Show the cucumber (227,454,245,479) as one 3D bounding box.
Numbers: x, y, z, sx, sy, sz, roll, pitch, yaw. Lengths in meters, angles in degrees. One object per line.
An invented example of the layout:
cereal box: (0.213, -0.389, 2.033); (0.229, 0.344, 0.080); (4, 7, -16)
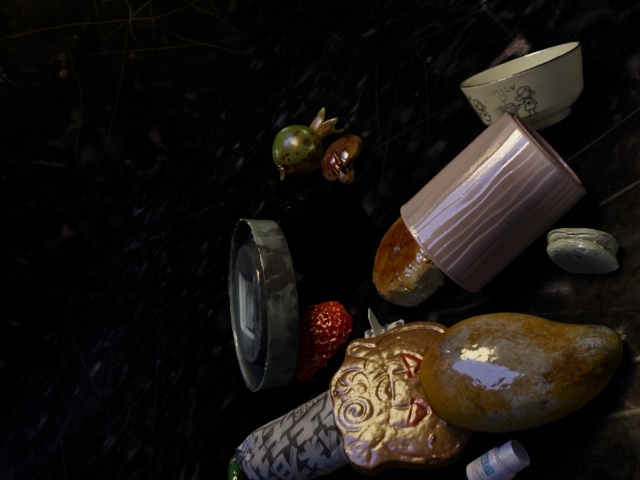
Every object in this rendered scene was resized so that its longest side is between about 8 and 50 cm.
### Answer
cucumber: (-0.180, 0.516, 1.829); (0.039, 0.039, 0.168); (-37, 35, 31)

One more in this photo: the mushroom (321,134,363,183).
mushroom: (0.054, -0.204, 2.196); (0.135, 0.080, 0.170); (-51, 23, 30)

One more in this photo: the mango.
mango: (0.301, 0.198, 1.311); (0.316, 0.146, 0.193); (-11, 48, 26)

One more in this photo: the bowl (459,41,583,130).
bowl: (0.397, -0.281, 1.635); (0.237, 0.126, 0.238); (-22, 12, 5)

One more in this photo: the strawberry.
strawberry: (-0.010, 0.213, 1.846); (0.188, 0.082, 0.121); (-58, 30, -10)

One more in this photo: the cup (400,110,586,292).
cup: (0.311, -0.071, 1.549); (0.273, 0.208, 0.288); (-45, -8, 19)

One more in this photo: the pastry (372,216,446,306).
pastry: (0.182, 0.034, 1.705); (0.182, 0.093, 0.192); (-33, 35, 46)

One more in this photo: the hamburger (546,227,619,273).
hamburger: (0.413, 0.013, 1.386); (0.121, 0.084, 0.054); (-8, 55, 57)

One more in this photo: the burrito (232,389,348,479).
burrito: (-0.041, 0.392, 1.643); (0.445, 0.101, 0.139); (-35, 59, 43)

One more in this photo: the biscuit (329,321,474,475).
biscuit: (0.142, 0.258, 1.451); (0.257, 0.049, 0.273); (-10, 47, 7)

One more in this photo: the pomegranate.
pomegranate: (-0.033, -0.258, 2.352); (0.220, 0.156, 0.156); (-25, 27, -9)

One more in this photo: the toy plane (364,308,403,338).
toy plane: (0.120, 0.247, 1.621); (0.160, 0.082, 0.234); (-21, 57, 32)

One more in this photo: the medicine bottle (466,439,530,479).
medicine bottle: (0.267, 0.341, 1.294); (0.089, 0.052, 0.052); (-41, 31, 25)

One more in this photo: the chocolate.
chocolate: (0.000, 0.000, 1.974); (0.206, 0.224, 0.177); (-64, 6, -14)

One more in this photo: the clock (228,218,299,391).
clock: (-0.130, 0.140, 1.901); (0.386, 0.076, 0.386); (176, 90, -73)
